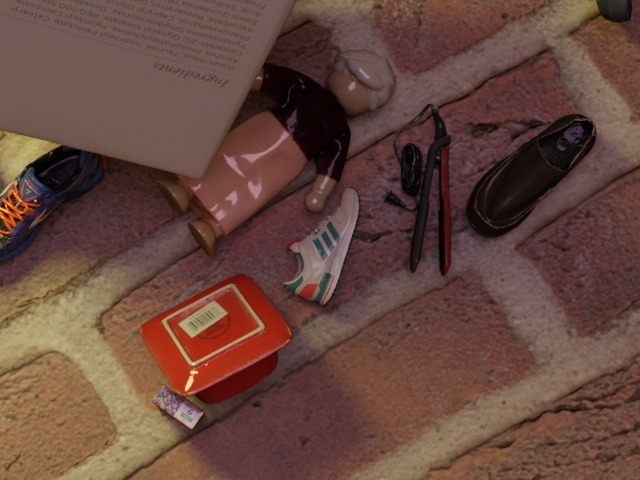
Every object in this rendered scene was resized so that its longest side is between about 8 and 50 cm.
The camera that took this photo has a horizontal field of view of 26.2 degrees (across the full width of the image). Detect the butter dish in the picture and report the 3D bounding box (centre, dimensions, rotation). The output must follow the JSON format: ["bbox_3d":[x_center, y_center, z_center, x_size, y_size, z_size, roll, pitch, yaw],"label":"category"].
[{"bbox_3d":[-0.120,0.143,1.722,0.160,0.118,0.160,-28,42,-11],"label":"butter dish"}]

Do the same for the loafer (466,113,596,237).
[{"bbox_3d":[0.277,-0.095,1.801,0.080,0.078,0.220,44,80,5],"label":"loafer"}]

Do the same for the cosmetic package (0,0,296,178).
[{"bbox_3d":[-0.218,-0.339,1.582,0.327,0.393,0.329,13,50,-18],"label":"cosmetic package"}]

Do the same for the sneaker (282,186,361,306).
[{"bbox_3d":[0.000,0.000,1.779,0.075,0.057,0.161,18,82,-5],"label":"sneaker"}]

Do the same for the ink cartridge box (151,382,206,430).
[{"bbox_3d":[-0.175,0.207,1.701,0.063,0.115,0.029,34,80,4],"label":"ink cartridge box"}]

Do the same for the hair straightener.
[{"bbox_3d":[0.128,-0.069,1.804,0.089,0.047,0.230,3,79,-3],"label":"hair straightener"}]

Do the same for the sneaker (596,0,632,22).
[{"bbox_3d":[0.329,-0.430,1.868,0.131,0.112,0.319,-17,77,11],"label":"sneaker"}]

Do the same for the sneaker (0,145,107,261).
[{"bbox_3d":[-0.372,-0.058,1.756,0.083,0.087,0.221,44,80,6],"label":"sneaker"}]

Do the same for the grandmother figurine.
[{"bbox_3d":[-0.046,-0.138,1.789,0.342,0.104,0.207,-36,110,-12],"label":"grandmother figurine"}]
